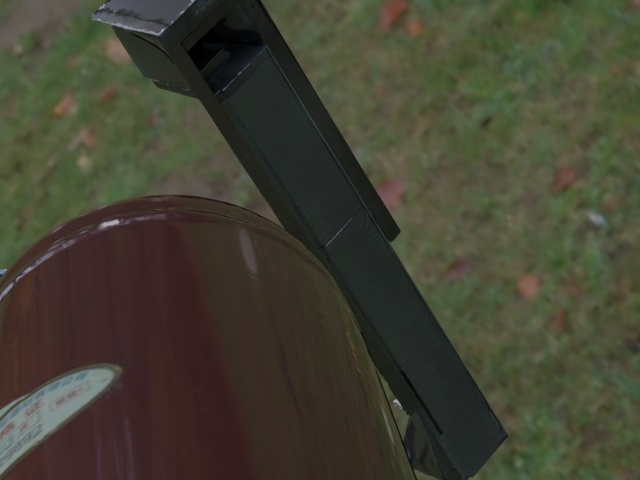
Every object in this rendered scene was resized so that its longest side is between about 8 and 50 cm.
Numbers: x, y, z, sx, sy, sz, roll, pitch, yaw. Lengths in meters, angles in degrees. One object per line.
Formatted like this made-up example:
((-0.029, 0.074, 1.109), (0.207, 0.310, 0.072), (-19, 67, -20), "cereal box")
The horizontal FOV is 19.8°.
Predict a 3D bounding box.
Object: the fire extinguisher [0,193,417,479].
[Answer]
((-0.040, 0.072, 0.431), (0.135, 0.114, 0.337), (-5, 22, -5), "fire extinguisher")

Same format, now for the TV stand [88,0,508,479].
((0.000, 0.000, 0.713), (0.049, 0.256, 0.040), (20, 61, 47), "TV stand")
